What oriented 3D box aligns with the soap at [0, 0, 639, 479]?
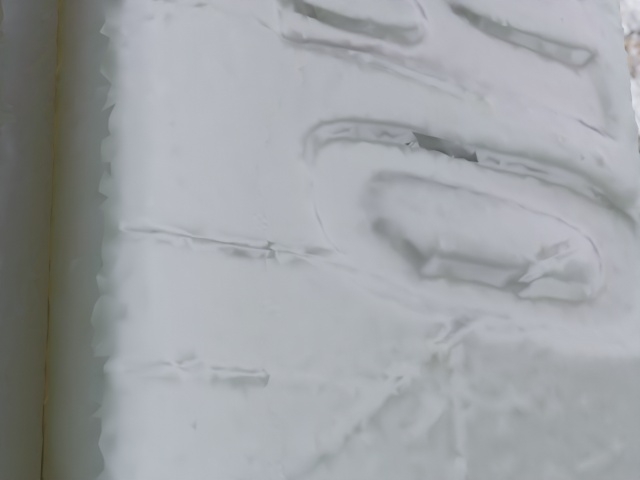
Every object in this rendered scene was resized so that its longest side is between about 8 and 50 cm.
[{"bbox_3d":[0.000,0.000,0.732,0.350,0.213,0.435,14,59,-26],"label":"soap"}]
